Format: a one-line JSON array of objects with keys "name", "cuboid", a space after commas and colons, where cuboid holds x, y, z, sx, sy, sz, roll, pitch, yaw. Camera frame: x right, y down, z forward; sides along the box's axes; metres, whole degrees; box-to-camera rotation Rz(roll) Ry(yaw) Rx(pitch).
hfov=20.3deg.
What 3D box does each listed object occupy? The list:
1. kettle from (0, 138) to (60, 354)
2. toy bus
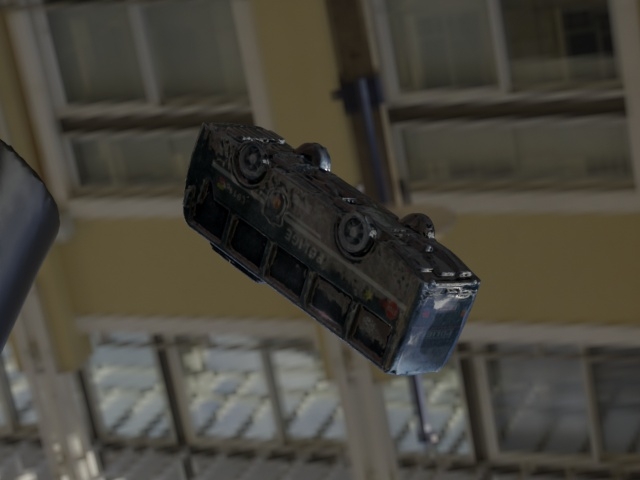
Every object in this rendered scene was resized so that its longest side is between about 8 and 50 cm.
[{"name": "kettle", "cuboid": [-0.294, 0.068, 0.869, 0.203, 0.262, 0.308, -1, -122, 36]}, {"name": "toy bus", "cuboid": [0.000, 0.000, 0.830, 0.047, 0.065, 0.166, 1, -154, -45]}]
